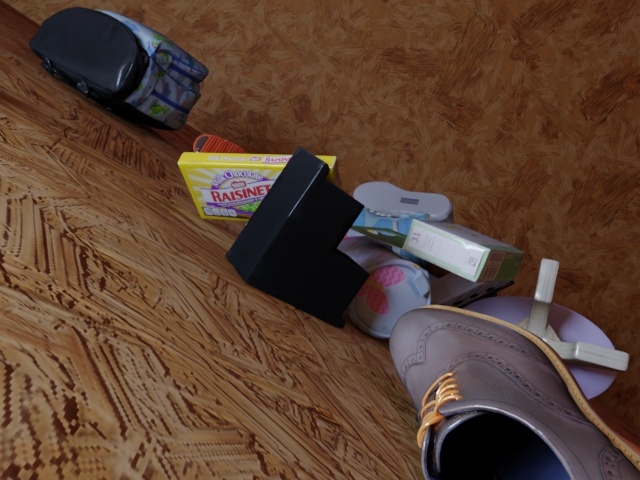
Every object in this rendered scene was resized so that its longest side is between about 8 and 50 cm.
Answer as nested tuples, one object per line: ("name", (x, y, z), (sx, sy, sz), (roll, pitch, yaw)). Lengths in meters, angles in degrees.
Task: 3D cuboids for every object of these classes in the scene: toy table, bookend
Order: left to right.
("bookend", (0.000, 0.000, 0.690), (0.156, 0.157, 0.072), (30, 7, -35))
("toy table", (0.335, 0.169, 0.935), (0.274, 0.252, 0.161), (0, -17, 18))

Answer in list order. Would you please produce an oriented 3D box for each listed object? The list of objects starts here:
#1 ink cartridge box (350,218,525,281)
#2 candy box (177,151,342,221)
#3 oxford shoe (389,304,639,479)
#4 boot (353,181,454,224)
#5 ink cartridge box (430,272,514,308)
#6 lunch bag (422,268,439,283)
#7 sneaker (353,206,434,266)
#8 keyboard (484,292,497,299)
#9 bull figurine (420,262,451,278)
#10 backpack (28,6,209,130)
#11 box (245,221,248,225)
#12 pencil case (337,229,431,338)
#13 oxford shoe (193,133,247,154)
("ink cartridge box", (0.169, -0.004, 0.884), (0.235, 0.056, 0.171), (27, 13, 33))
("candy box", (-0.074, -0.066, 0.755), (0.205, 0.027, 0.105), (3, -44, 15))
("oxford shoe", (0.131, 0.134, 0.463), (0.132, 0.130, 0.363), (23, 8, -25))
("boot", (0.210, -0.067, 1.464), (0.258, 0.095, 0.123), (16, -28, 29))
("ink cartridge box", (0.232, 0.096, 1.038), (0.097, 0.207, 0.046), (26, 40, -57))
("lunch bag", (0.249, 0.133, 1.321), (0.279, 0.108, 0.224), (33, 5, -16))
("sneaker", (0.137, -0.019, 1.251), (0.319, 0.208, 0.127), (-111, -173, -56))
("keyboard", (0.378, 0.171, 1.561), (0.100, 0.192, 0.038), (93, -12, -60))
("bull figurine", (0.201, 0.023, 1.455), (0.310, 0.101, 0.188), (8, -25, 26))
("backpack", (-0.424, -0.389, 1.361), (0.290, 0.273, 0.355), (29, -10, 22))
("box", (-0.042, -0.026, 1.050), (0.130, 0.091, 0.170), (35, 5, 6))
("pencil case", (0.081, 0.055, 0.898), (0.273, 0.124, 0.113), (-117, -169, -77))
("oxford shoe", (-0.197, -0.154, 1.410), (0.271, 0.097, 0.098), (37, -16, -20))
